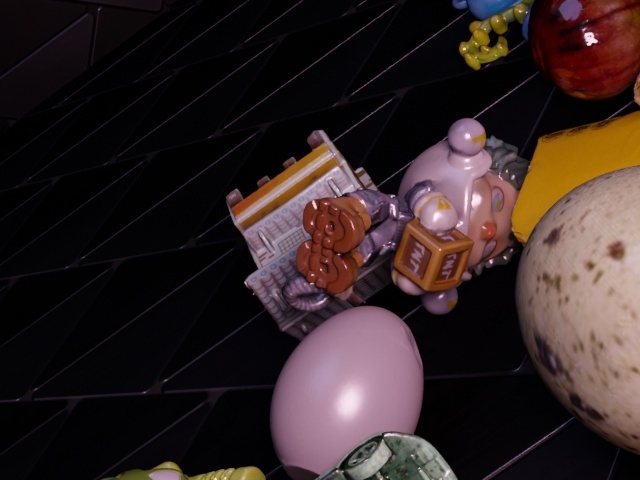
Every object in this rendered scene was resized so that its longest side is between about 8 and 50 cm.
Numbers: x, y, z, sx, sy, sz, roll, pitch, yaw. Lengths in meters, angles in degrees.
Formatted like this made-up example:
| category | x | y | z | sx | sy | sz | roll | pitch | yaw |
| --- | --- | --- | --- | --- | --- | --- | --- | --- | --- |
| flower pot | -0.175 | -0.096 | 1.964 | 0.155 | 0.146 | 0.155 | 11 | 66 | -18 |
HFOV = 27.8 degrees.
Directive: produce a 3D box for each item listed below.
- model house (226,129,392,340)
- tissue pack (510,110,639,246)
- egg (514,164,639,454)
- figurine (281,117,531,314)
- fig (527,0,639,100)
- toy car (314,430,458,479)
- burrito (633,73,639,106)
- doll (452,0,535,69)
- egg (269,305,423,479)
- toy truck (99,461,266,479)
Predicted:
| category | x | y | z | sx | sy | sz | roll | pitch | yaw |
| --- | --- | --- | --- | --- | --- | --- | --- | --- | --- |
| model house | 0.000 | 0.000 | 1.870 | 0.224 | 0.198 | 0.215 | -34 | 40 | 5 |
| tissue pack | 0.389 | -0.065 | 1.578 | 0.271 | 0.134 | 0.192 | -13 | 37 | 40 |
| egg | 0.338 | 0.067 | 1.270 | 0.287 | 0.287 | 0.379 | -44 | 22 | -13 |
| figurine | 0.144 | -0.029 | 1.647 | 0.186 | 0.261 | 0.382 | 40 | 36 | 27 |
| fig | 0.427 | -0.318 | 1.885 | 0.250 | 0.186 | 0.204 | -28 | 9 | 2 |
| toy car | 0.009 | 0.327 | 1.433 | 0.306 | 0.136 | 0.125 | -38 | 9 | -2 |
| burrito | 0.564 | -0.273 | 1.728 | 0.299 | 0.105 | 0.143 | -42 | 18 | -6 |
| doll | 0.365 | -0.451 | 2.241 | 0.341 | 0.099 | 0.346 | -15 | 37 | 40 |
| egg | 0.036 | 0.187 | 1.556 | 0.176 | 0.176 | 0.232 | -1 | 51 | 49 |
| toy truck | -0.193 | 0.347 | 1.642 | 0.210 | 0.148 | 0.187 | -32 | 15 | -38 |
